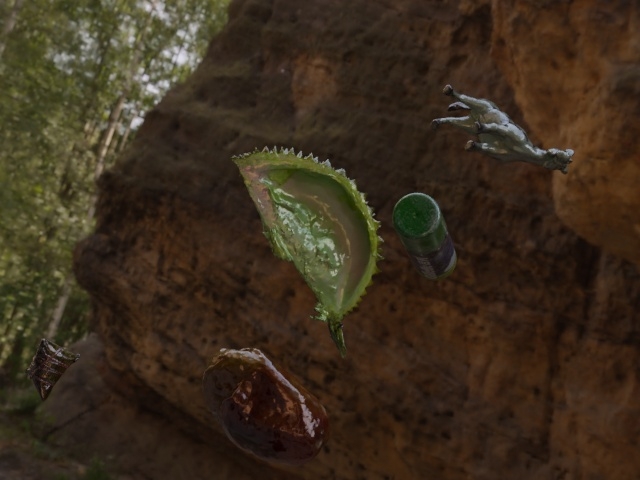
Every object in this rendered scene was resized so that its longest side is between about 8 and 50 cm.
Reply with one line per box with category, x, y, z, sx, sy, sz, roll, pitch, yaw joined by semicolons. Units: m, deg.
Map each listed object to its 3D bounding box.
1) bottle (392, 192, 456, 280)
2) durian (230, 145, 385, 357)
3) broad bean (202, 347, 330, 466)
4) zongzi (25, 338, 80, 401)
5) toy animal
bottle;0.204;-0.001;1.477;0.093;0.093;0.330;12;-12;18
durian;0.000;0.000;0.712;0.215;0.100;0.086;60;-18;-10
broad bean;-0.091;0.265;1.218;0.228;0.122;0.156;37;-47;3
zongzi;-0.414;0.189;1.136;0.073;0.083;0.067;12;-17;41
toy animal;0.311;-0.184;1.356;0.170;0.090;0.255;-10;45;-49
